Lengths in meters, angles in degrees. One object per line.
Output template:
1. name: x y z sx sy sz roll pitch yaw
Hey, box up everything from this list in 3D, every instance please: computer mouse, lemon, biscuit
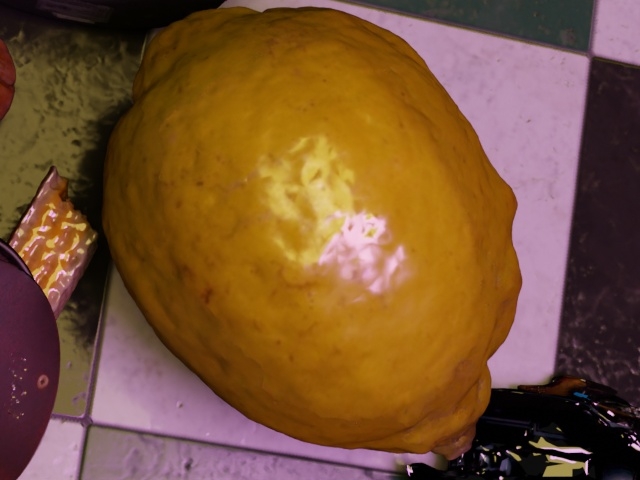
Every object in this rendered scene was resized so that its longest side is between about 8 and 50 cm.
1. computer mouse: 0.181 0.171 1.422 0.241 0.077 0.146 6 78 -15
2. lemon: -0.004 -0.006 1.296 0.285 0.285 0.316 -22 63 -17
3. biscuit: -0.255 0.130 1.299 0.054 0.094 0.379 29 75 -4

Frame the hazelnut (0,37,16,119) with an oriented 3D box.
1. hazelnut: -0.256 -0.122 1.342 0.086 0.086 0.086 2 81 -15

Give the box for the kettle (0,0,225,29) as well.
1. kettle: -0.129 -0.310 1.348 0.251 0.207 0.271 6 72 -8

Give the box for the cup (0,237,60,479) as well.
1. cup: -0.311 0.068 1.190 0.196 0.279 0.196 -22 118 -52
